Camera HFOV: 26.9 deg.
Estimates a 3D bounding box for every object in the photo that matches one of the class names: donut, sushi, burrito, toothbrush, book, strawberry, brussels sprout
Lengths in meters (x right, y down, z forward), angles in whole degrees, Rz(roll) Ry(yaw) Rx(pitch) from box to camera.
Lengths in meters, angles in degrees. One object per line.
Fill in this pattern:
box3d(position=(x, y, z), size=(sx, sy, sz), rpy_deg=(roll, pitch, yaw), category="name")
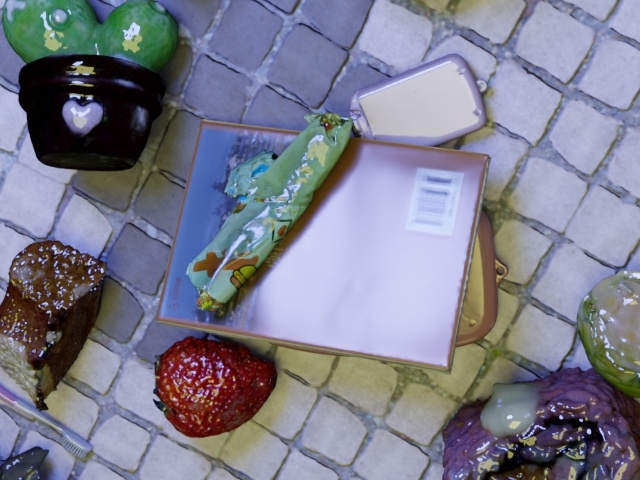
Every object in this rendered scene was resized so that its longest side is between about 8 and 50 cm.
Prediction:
box3d(position=(-0.362, 0.104, 1.749), size=(0.126, 0.144, 0.186), rpy_deg=(32, 140, 8), category="donut")
box3d(position=(0.268, 0.277, 1.633), size=(0.270, 0.171, 0.236), rpy_deg=(-18, 101, 21), category="sushi")
box3d(position=(-0.072, -0.048, 1.593), size=(0.104, 0.054, 0.288), rpy_deg=(40, 91, 24), category="burrito")
box3d(position=(-0.435, 0.211, 1.837), size=(0.286, 0.020, 0.025), rpy_deg=(35, 116, 0), category="toothbrush")
box3d(position=(0.000, 0.000, 1.597), size=(0.374, 0.028, 0.262), rpy_deg=(8, 80, 19), category="book")
box3d(position=(-0.139, 0.191, 1.718), size=(0.148, 0.131, 0.131), rpy_deg=(8, 107, 17), category="strawberry")
box3d(position=(0.384, 0.115, 1.594), size=(0.149, 0.122, 0.151), rpy_deg=(-12, 68, 7), category="brussels sprout")

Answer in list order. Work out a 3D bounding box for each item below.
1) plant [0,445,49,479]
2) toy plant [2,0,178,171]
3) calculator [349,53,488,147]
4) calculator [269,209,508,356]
box3d(position=(-0.508, 0.373, 1.808), size=(0.312, 0.213, 0.215), rpy_deg=(1, 110, -26), category="plant")
box3d(position=(-0.283, -0.206, 1.623), size=(0.218, 0.175, 0.235), rpy_deg=(3, 78, 4), category="toy plant")
box3d(position=(0.119, -0.157, 1.613), size=(0.175, 0.032, 0.100), rpy_deg=(-20, 101, 16), category="calculator")
box3d(position=(0.069, 0.044, 1.672), size=(0.330, 0.048, 0.220), rpy_deg=(-4, 104, 13), category="calculator")
